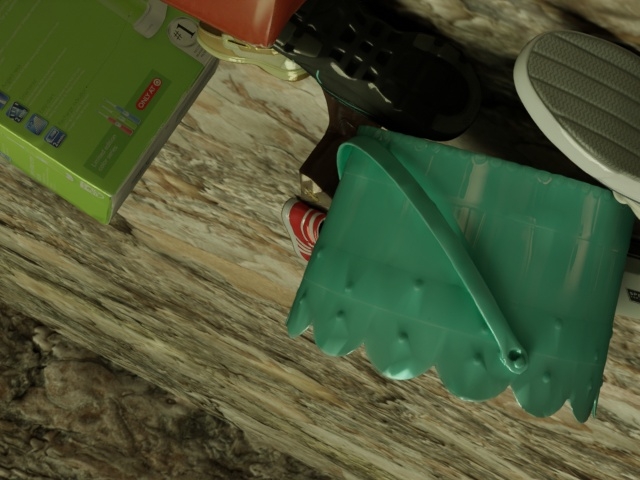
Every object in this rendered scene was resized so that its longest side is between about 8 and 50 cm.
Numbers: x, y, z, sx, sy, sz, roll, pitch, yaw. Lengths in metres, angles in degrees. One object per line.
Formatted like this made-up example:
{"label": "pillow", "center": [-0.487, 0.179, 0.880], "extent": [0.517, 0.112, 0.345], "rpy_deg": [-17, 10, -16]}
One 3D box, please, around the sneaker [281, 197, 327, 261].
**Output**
{"label": "sneaker", "center": [0.000, 0.000, 1.705], "extent": [0.067, 0.042, 0.118], "rpy_deg": [25, 159, 34]}

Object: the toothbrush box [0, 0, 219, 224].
{"label": "toothbrush box", "center": [-0.266, -0.184, 1.398], "extent": [0.283, 0.206, 0.122], "rpy_deg": [33, 163, -3]}

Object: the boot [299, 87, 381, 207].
{"label": "boot", "center": [0.002, -0.097, 1.315], "extent": [0.106, 0.114, 0.037], "rpy_deg": [42, 160, -27]}

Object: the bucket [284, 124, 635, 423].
{"label": "bucket", "center": [0.119, 0.022, 1.182], "extent": [0.281, 0.183, 0.281], "rpy_deg": [15, -178, -1]}

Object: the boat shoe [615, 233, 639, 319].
{"label": "boat shoe", "center": [0.314, 0.037, 1.215], "extent": [0.219, 0.070, 0.078], "rpy_deg": [22, 141, 45]}

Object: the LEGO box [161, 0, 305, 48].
{"label": "LEGO box", "center": [-0.159, -0.359, 0.540], "extent": [0.500, 0.193, 0.372], "rpy_deg": [27, 139, 12]}

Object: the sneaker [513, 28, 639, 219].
{"label": "sneaker", "center": [0.238, -0.055, 1.054], "extent": [0.258, 0.094, 0.091], "rpy_deg": [36, 161, -10]}

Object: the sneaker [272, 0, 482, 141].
{"label": "sneaker", "center": [0.003, -0.163, 1.164], "extent": [0.267, 0.101, 0.106], "rpy_deg": [38, 164, -16]}

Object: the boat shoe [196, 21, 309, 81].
{"label": "boat shoe", "center": [-0.059, -0.187, 1.309], "extent": [0.135, 0.050, 0.045], "rpy_deg": [21, 135, 31]}
